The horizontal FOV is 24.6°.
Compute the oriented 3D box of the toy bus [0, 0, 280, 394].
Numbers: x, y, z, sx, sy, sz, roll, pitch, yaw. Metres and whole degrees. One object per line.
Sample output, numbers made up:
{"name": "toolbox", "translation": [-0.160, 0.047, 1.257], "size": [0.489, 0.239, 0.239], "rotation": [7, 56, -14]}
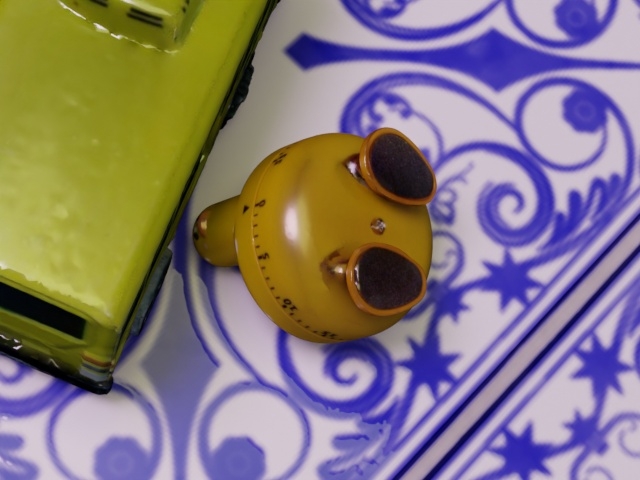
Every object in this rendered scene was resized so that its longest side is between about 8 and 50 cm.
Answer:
{"name": "toy bus", "translation": [-0.102, -0.076, 0.707], "size": [0.128, 0.150, 0.262], "rotation": [23, 69, -3]}

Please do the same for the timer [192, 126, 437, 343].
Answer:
{"name": "timer", "translation": [0.000, 0.000, 0.743], "size": [0.107, 0.109, 0.107], "rotation": [9, 75, -38]}
